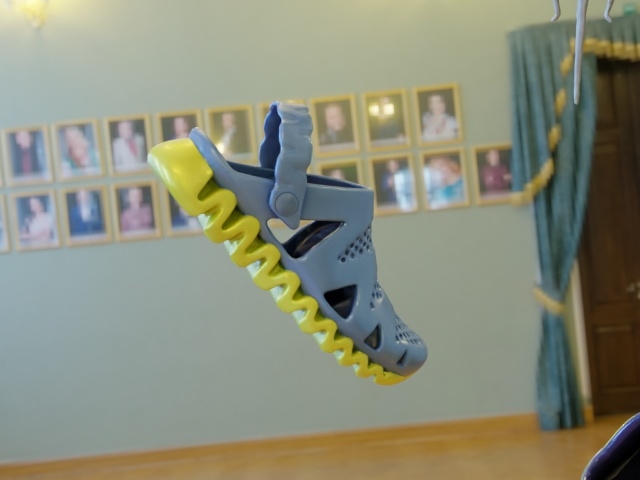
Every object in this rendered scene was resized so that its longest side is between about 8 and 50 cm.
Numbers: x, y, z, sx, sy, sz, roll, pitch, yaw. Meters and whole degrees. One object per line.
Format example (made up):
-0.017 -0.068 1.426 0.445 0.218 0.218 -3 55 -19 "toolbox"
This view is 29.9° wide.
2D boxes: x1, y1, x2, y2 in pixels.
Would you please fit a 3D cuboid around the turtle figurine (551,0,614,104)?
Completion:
0.219 -0.155 0.562 0.175 0.234 0.118 13 15 -24 "turtle figurine"

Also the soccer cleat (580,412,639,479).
0.365 0.172 1.143 0.289 0.093 0.121 -43 -38 -2 "soccer cleat"

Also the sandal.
0.000 0.000 1.054 0.138 0.317 0.126 -43 23 -2 "sandal"
